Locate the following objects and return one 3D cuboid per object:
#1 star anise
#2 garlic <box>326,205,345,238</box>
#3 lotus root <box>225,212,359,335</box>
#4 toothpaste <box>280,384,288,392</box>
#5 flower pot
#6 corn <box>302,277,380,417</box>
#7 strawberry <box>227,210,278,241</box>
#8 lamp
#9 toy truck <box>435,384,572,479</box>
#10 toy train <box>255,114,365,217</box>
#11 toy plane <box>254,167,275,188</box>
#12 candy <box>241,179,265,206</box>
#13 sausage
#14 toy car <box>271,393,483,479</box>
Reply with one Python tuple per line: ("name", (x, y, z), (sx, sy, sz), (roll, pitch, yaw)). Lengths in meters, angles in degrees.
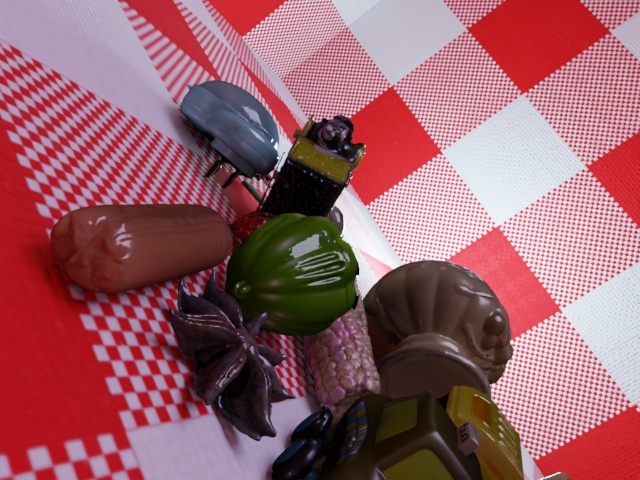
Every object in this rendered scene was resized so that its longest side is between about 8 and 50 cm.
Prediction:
("star anise", (-0.102, 0.120, 0.597), (0.204, 0.061, 0.181), (58, 12, 15))
("garlic", (0.000, 0.000, 1.263), (0.131, 0.127, 0.194), (41, 37, -62))
("lotus root", (-0.062, 0.055, 0.753), (0.186, 0.186, 0.186), (51, 12, -15))
("toothpaste", (-0.065, 0.182, 0.682), (0.083, 0.019, 0.027), (30, 44, -56))
("flower pot", (0.208, 0.215, 1.059), (0.307, 0.308, 0.244), (51, 28, -18))
("corn", (0.020, 0.138, 0.907), (0.126, 0.127, 0.335), (48, 15, -31))
("strawberry", (-0.085, 0.010, 0.935), (0.145, 0.086, 0.145), (52, 13, -17))
("lamp", (-0.166, -0.211, 1.080), (0.209, 0.147, 0.284), (38, 18, -33))
("toy truck", (0.260, 0.406, 0.794), (0.405, 0.254, 0.181), (52, 15, 5))
("toy train", (-0.021, -0.103, 1.022), (0.134, 0.261, 0.177), (26, 45, -6))
("toy plane", (-0.163, -0.200, 1.296), (0.130, 0.061, 0.189), (40, 14, -48))
("candy", (-0.057, -0.004, 1.146), (0.335, 0.092, 0.093), (49, -4, 16))
("sausage", (-0.171, 0.002, 0.602), (0.086, 0.086, 0.289), (55, 10, 4))
("toy car", (0.087, 0.259, 0.613), (0.204, 0.198, 0.248), (54, 10, 2))
